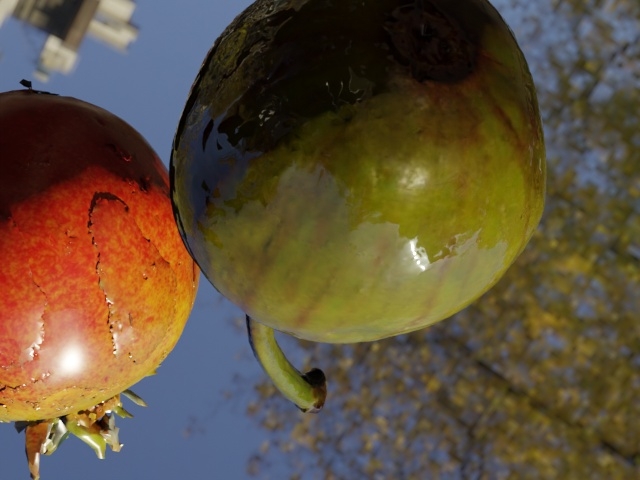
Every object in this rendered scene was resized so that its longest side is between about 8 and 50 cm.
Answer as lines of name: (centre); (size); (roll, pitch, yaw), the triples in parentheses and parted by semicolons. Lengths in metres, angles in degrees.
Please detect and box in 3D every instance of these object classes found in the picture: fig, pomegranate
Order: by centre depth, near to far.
fig: (0.000, 0.000, 0.615); (0.124, 0.236, 0.124); (6, -120, -11)
pomegranate: (-0.177, 0.022, 1.082); (0.210, 0.235, 0.210); (-9, -156, 4)
